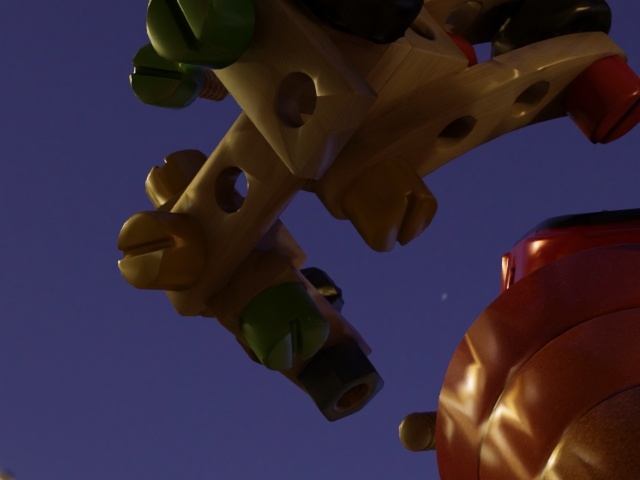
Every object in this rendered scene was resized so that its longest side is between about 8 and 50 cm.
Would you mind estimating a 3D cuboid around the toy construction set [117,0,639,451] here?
[{"bbox_3d":[0.000,0.000,0.566,0.257,0.237,0.309,-22,-106,30],"label":"toy construction set"}]

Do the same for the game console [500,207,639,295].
[{"bbox_3d":[0.265,0.013,0.669,0.342,0.386,0.060,-3,-92,6],"label":"game console"}]

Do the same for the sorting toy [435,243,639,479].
[{"bbox_3d":[0.157,-0.031,0.325,0.127,0.126,0.365,30,-78,-6],"label":"sorting toy"}]
